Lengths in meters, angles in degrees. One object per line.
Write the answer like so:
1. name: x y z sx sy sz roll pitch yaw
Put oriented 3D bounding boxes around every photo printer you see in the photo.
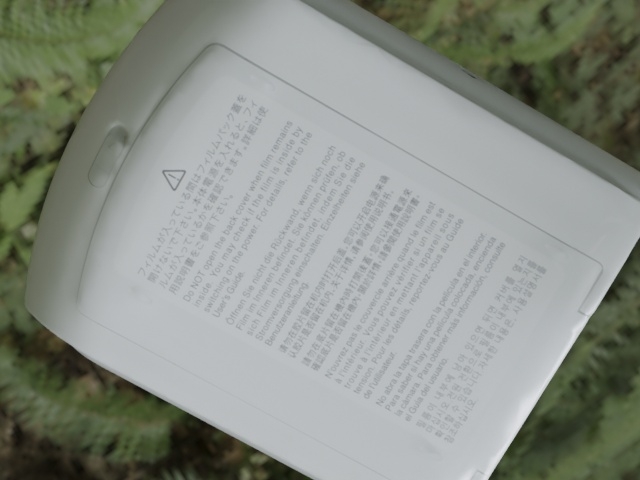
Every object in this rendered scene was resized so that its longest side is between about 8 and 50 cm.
1. photo printer: 0.000 0.000 0.922 0.256 0.307 0.107 -60 -171 9
